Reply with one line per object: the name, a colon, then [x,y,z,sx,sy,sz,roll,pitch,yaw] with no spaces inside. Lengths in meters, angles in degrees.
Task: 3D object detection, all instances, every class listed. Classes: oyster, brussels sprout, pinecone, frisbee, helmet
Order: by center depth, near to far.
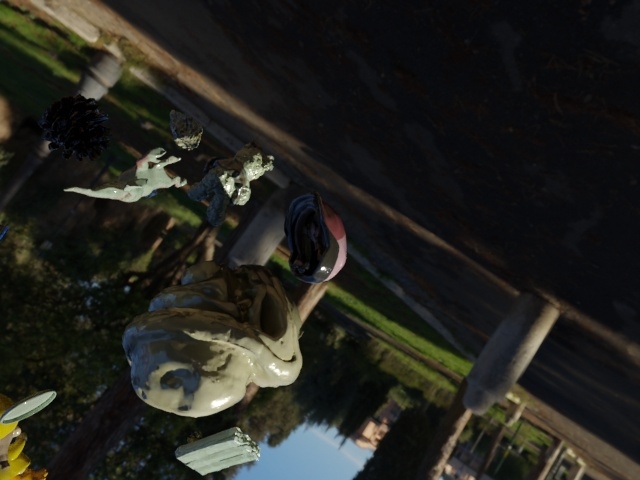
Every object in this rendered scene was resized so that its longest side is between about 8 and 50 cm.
pinecone: [-0.484,-0.219,1.116,0.121,0.140,0.140,46,171,8]
frisbee: [-0.592,0.335,1.128,0.014,0.110,0.110,53,174,14]
oyster: [-0.333,-0.273,1.365,0.100,0.098,0.037,6,-177,32]
helmet: [0.000,0.000,1.607,0.154,0.253,0.198,17,163,-35]
brussels sprout: [-0.361,0.590,1.608,0.058,0.085,0.085,9,177,-17]

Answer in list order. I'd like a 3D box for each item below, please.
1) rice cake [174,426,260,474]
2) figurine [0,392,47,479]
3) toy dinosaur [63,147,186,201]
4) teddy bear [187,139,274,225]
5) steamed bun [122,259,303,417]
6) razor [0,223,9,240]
rice cake: [-0.259,0.530,1.390,0.211,0.038,0.124,-22,126,23]
figurine: [-0.962,0.599,1.654,0.187,0.215,0.344,-98,-13,-64]
toy dinosaur: [-0.313,-0.087,0.900,0.167,0.242,0.053,-28,92,42]
teddy bear: [-0.195,-0.146,1.217,0.133,0.213,0.111,44,170,10]
steamed bun: [-0.196,0.162,1.067,0.352,0.247,0.339,-6,-172,-18]
razor: [-0.883,0.004,1.243,0.324,0.056,0.093,-1,-154,-13]
